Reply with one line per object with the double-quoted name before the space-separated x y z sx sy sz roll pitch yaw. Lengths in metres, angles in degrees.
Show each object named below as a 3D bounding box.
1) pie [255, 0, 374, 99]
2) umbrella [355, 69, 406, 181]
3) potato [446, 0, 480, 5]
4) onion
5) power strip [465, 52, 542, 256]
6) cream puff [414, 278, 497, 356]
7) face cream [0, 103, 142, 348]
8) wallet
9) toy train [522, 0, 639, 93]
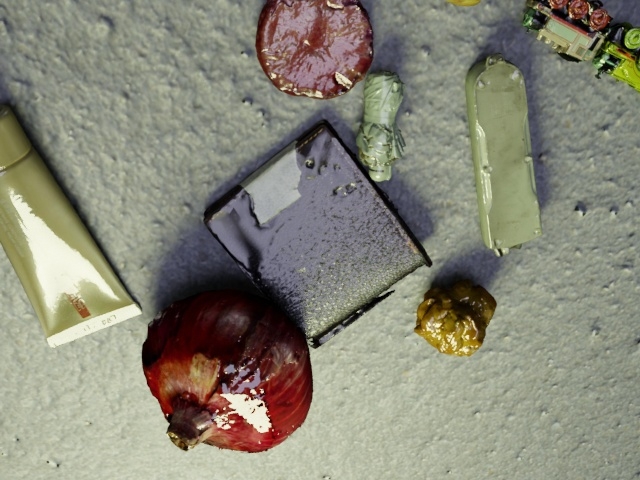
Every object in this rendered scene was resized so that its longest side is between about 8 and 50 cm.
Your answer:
"pie" -0.007 -0.244 0.847 0.154 0.036 0.155 -3 116 -6
"umbrella" 0.080 -0.148 0.892 0.067 0.062 0.144 9 108 27
"potato" 0.158 -0.322 0.797 0.066 0.103 0.096 -5 114 -9
"onion" -0.130 0.187 0.919 0.252 0.219 0.252 13 124 20
"power strip" 0.247 -0.115 0.936 0.080 0.048 0.286 -16 116 -3
"cream puff" 0.199 0.108 1.000 0.122 0.116 0.094 -5 129 -22
"face cream" -0.362 -0.007 0.894 0.137 0.084 0.341 -22 123 -8
"wallet" 0.000 0.000 0.949 0.221 0.071 0.262 -36 108 10
"toy train" 0.369 -0.254 0.885 0.249 0.053 0.085 22 116 -17
